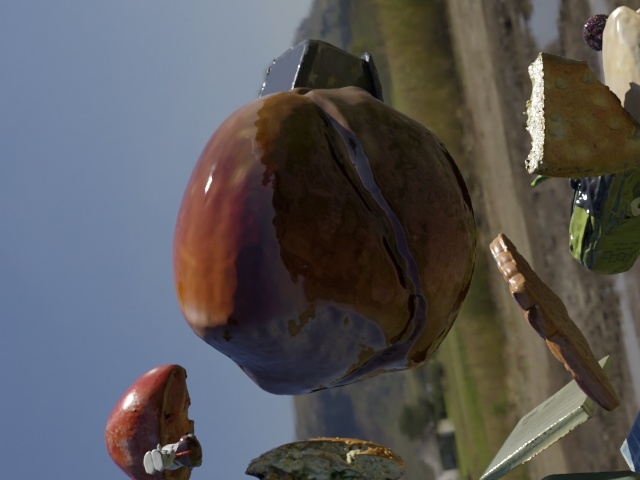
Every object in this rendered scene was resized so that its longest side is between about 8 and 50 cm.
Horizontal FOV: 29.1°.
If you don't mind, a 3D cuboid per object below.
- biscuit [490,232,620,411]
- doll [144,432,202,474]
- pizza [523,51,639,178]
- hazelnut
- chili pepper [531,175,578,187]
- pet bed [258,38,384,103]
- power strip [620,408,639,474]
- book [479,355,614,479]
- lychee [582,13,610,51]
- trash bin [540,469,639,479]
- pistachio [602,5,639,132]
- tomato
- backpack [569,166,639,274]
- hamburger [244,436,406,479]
[{"bbox_3d":[0.297,0.104,1.586,0.183,0.043,0.280,21,-144,-57],"label":"biscuit"},{"bbox_3d":[-0.168,0.246,1.419,0.085,0.058,0.040,62,-170,-78],"label":"doll"},{"bbox_3d":[0.385,-0.168,1.814,0.080,0.204,0.188,133,139,-61],"label":"pizza"},{"bbox_3d":[0.000,0.000,1.437,0.315,0.372,0.373,-4,98,66],"label":"hazelnut"},{"bbox_3d":[0.371,-0.099,1.956,0.030,0.083,0.017,65,-148,-34],"label":"chili pepper"},{"bbox_3d":[-0.002,-0.208,1.956,0.211,0.159,0.183,-17,54,69],"label":"pet bed"},{"bbox_3d":[0.539,0.337,2.018,0.192,0.035,0.081,89,161,-57],"label":"power strip"},{"bbox_3d":[0.365,0.282,1.961,0.025,0.215,0.282,51,-155,4],"label":"book"},{"bbox_3d":[0.521,-0.384,2.280,0.068,0.083,0.067,58,139,33],"label":"lychee"},{"bbox_3d":[0.349,0.450,1.588,0.343,0.158,0.223,-17,-80,-73],"label":"trash bin"},{"bbox_3d":[0.501,-0.244,1.863,0.157,0.157,0.230,-8,-97,-86],"label":"pistachio"},{"bbox_3d":[-0.307,0.336,2.186,0.200,0.139,0.233,-39,-54,-78],"label":"tomato"},{"bbox_3d":[0.564,-0.060,2.366,0.140,0.207,0.253,38,122,48],"label":"backpack"},{"bbox_3d":[0.015,0.412,2.160,0.156,0.282,0.144,0,-88,-79],"label":"hamburger"}]
